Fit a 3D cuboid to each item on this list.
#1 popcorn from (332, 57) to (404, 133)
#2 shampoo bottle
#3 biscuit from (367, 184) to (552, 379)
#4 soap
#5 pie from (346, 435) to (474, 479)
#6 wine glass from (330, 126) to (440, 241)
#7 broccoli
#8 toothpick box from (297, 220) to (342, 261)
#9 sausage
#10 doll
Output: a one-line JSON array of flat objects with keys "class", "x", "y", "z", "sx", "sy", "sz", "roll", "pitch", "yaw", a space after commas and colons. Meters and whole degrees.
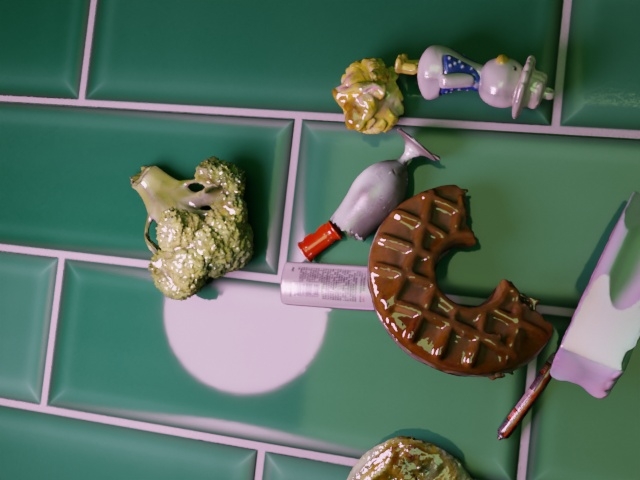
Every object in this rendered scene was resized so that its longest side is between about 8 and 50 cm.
[{"class": "popcorn", "x": 0.093, "y": -0.276, "z": 1.478, "sx": 0.125, "sy": 0.126, "sz": 0.145, "roll": 21, "pitch": 109, "yaw": 40}, {"class": "shampoo bottle", "x": 0.038, "y": 0.089, "z": 1.493, "sx": 0.227, "sy": 0.056, "sz": 0.086, "roll": 2, "pitch": 81, "yaw": 14}, {"class": "biscuit", "x": 0.226, "y": 0.090, "z": 1.384, "sx": 0.268, "sy": 0.115, "sz": 0.366, "roll": -29, "pitch": 74, "yaw": -13}, {"class": "soap", "x": 0.507, "y": 0.084, "z": 1.304, "sx": 0.109, "sy": 0.193, "sz": 0.324, "roll": 26, "pitch": 66, "yaw": 19}, {"class": "pie", "x": 0.166, "y": 0.502, "z": 1.420, "sx": 0.276, "sy": 0.078, "sz": 0.277, "roll": -1, "pitch": 87, "yaw": 16}, {"class": "wine glass", "x": 0.118, "y": -0.100, "z": 1.466, "sx": 0.103, "sy": 0.103, "sz": 0.222, "roll": 41, "pitch": 97, "yaw": 14}, {"class": "broccoli", "x": -0.258, "y": -0.054, "z": 1.514, "sx": 0.254, "sy": 0.186, "sz": 0.302, "roll": -27, "pitch": 86, "yaw": 21}, {"class": "toothpick box", "x": 0.000, "y": 0.000, "z": 1.515, "sx": 0.083, "sy": 0.047, "sz": 0.047, "roll": -37, "pitch": 78, "yaw": 8}, {"class": "sausage", "x": 0.381, "y": 0.283, "z": 1.407, "sx": 0.028, "sy": 0.025, "sz": 0.198, "roll": 37, "pitch": 96, "yaw": 46}, {"class": "doll", "x": 0.284, "y": -0.300, "z": 1.423, "sx": 0.293, "sy": 0.138, "sz": 0.119, "roll": 16, "pitch": 118, "yaw": 14}]
